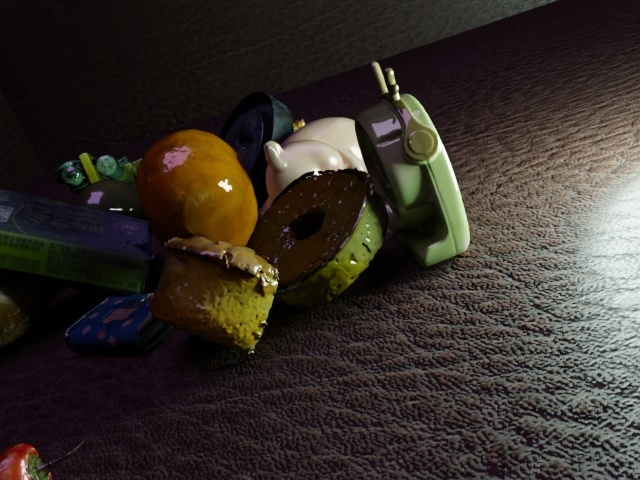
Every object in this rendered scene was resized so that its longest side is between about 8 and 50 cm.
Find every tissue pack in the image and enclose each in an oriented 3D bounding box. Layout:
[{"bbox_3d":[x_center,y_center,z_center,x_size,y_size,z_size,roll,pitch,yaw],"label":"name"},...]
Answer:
[{"bbox_3d":[-0.566,-0.002,1.430,0.394,0.124,0.288,12,14,-19],"label":"tissue pack"}]

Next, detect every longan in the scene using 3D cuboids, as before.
[{"bbox_3d":[-0.577,-0.076,1.821,0.212,0.198,0.198,-28,21,-16],"label":"longan"}]

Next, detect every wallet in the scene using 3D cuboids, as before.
[{"bbox_3d":[-0.354,0.148,1.218,0.202,0.059,0.141,-8,23,35],"label":"wallet"}]

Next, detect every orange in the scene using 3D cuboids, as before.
[{"bbox_3d":[-0.251,-0.088,1.384,0.226,0.284,0.284,-21,21,1],"label":"orange"}]

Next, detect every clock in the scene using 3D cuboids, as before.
[{"bbox_3d":[0.129,-0.126,1.058,0.096,0.308,0.235,-21,20,-1],"label":"clock"},{"bbox_3d":[-0.179,-0.206,1.637,0.319,0.066,0.319,-30,50,44],"label":"clock"}]

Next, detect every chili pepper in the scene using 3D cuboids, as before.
[{"bbox_3d":[-0.383,0.302,0.837,0.192,0.084,0.086,-29,38,-5],"label":"chili pepper"}]

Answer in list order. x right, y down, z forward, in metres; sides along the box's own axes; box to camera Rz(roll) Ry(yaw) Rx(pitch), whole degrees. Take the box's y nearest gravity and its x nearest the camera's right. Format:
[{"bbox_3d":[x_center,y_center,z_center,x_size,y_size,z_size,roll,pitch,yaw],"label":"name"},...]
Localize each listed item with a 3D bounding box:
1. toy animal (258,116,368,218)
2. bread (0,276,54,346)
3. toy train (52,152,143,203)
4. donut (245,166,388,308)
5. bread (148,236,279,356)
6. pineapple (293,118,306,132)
[{"bbox_3d":[0.001,-0.149,1.446,0.212,0.195,0.256,20,38,12],"label":"toy animal"},{"bbox_3d":[-0.705,0.149,1.389,0.314,0.171,0.192,-25,7,-23],"label":"bread"},{"bbox_3d":[-0.634,-0.177,2.017,0.237,0.150,0.369,-27,-8,-1],"label":"toy train"},{"bbox_3d":[0.000,0.000,1.086,0.272,0.107,0.272,-34,33,26],"label":"donut"},{"bbox_3d":[-0.183,0.074,1.027,0.260,0.147,0.160,9,79,57],"label":"bread"},{"bbox_3d":[-0.046,-0.210,1.684,0.114,0.186,0.236,-24,59,-31],"label":"pineapple"}]
